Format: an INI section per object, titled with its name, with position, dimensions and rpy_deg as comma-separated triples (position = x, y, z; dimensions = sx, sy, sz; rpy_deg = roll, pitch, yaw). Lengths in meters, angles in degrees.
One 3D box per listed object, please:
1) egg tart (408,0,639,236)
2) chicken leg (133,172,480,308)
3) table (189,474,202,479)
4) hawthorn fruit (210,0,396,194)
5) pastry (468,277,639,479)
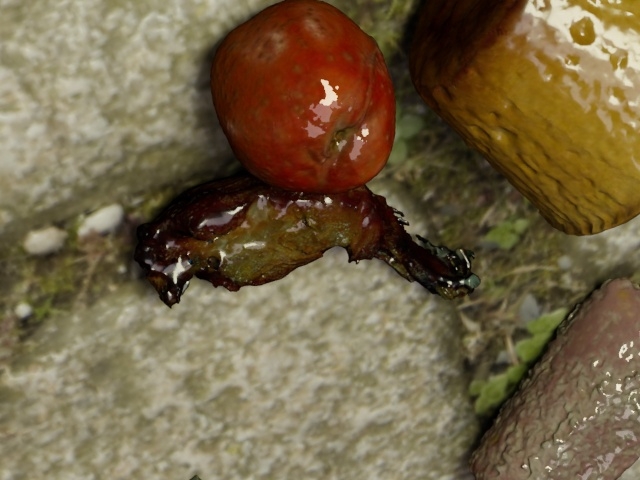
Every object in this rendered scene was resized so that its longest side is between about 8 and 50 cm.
[egg tart]
position = 0.149, -0.116, 0.853
dimensions = 0.147, 0.202, 0.202
rpy_deg = 28, 106, -21
[chicken leg]
position = 0.000, 0.000, 0.947
dimensions = 0.253, 0.051, 0.106
rpy_deg = 5, 122, -22
[table]
position = -0.054, 0.309, 1.064
dimensions = 0.121, 0.111, 0.240
rpy_deg = -40, 123, 5
[hawthorn fruit]
position = -0.008, -0.083, 0.858
dimensions = 0.128, 0.128, 0.128
rpy_deg = -8, 120, -15
[pastry]
position = 0.193, 0.142, 1.065
dimensions = 0.112, 0.103, 0.265
rpy_deg = 22, 107, -21
